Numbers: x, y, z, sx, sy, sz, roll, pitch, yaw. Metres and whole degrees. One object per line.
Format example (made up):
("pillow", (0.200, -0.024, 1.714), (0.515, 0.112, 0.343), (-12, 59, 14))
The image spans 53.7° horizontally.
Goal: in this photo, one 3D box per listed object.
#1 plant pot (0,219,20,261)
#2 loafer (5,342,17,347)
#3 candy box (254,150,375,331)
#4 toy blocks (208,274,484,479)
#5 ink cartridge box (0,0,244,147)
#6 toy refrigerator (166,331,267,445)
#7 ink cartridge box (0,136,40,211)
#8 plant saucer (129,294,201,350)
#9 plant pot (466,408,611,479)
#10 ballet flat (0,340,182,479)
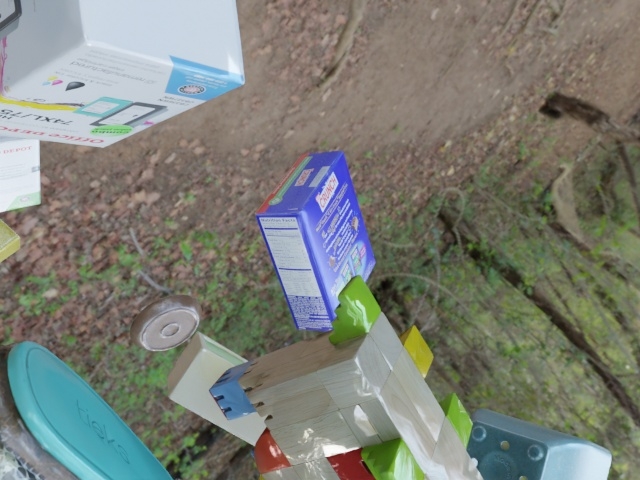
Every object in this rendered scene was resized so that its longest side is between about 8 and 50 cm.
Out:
("plant pot", (-0.537, 0.004, 0.996), (0.083, 0.081, 0.081), (-49, -171, -28))
("loafer", (-0.570, 0.316, 1.256), (0.084, 0.096, 0.268), (-38, 128, -23))
("candy box", (0.000, 0.000, 1.417), (0.268, 0.122, 0.317), (-57, 138, -48))
("toy blocks", (0.022, 0.261, 0.730), (0.260, 0.381, 0.191), (-26, -169, 31))
("ink cartridge box", (-0.255, -0.238, 0.692), (0.270, 0.197, 0.198), (-12, 173, 38))
("toy refrigerator", (-0.089, 0.245, 0.947), (0.094, 0.269, 0.102), (-56, -165, -4))
("ink cartridge box", (-0.719, -0.167, 1.408), (0.160, 0.093, 0.219), (-17, 149, -34))
("plant saucer", (-0.339, 0.192, 1.413), (0.168, 0.029, 0.168), (-24, 142, -20))
("plant pot", (0.365, 0.446, 1.170), (0.252, 0.247, 0.247), (42, 65, -48))
("ballet flat", (-0.135, 0.258, 0.488), (0.182, 0.164, 0.483), (-40, 128, -2))
